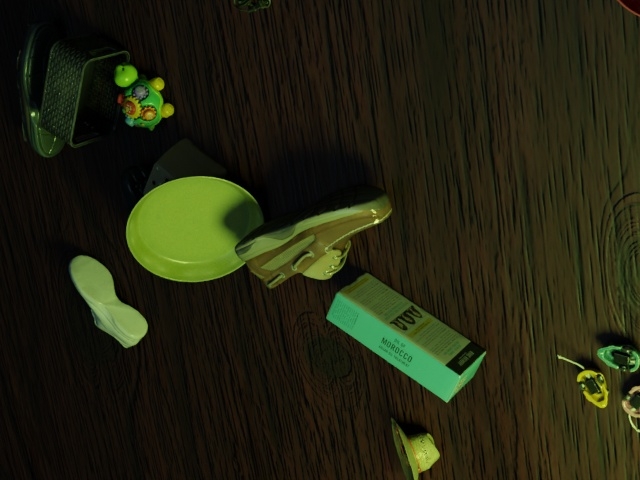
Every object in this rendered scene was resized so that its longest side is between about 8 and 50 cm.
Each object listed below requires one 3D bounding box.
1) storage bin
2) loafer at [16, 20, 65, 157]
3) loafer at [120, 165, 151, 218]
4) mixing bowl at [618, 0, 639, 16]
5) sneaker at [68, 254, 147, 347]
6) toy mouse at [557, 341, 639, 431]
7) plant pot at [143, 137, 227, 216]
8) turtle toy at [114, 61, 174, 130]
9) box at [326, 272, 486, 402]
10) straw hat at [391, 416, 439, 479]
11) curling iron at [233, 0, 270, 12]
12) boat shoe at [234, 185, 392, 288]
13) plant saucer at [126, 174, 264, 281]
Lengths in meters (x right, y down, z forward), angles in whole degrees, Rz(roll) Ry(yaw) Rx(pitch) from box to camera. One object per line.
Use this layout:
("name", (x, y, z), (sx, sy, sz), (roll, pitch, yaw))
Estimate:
("storage bin", (-0.431, -0.274, 1.908), (0.084, 0.122, 0.180), (30, 122, 21))
("loafer", (-0.547, -0.292, 2.002), (0.084, 0.096, 0.267), (23, 121, 32))
("loafer", (-0.316, -0.035, 1.963), (0.078, 0.076, 0.223), (12, 124, 64))
("mixing bowl", (0.447, -0.367, 1.297), (0.181, 0.098, 0.181), (12, 114, 29))
("sneaker", (-0.442, 0.130, 2.108), (0.212, 0.080, 0.094), (51, 139, 5))
("toy mouse", (0.456, 0.203, 1.554), (0.143, 0.031, 0.161), (-37, 86, 38))
("plant pot", (-0.251, -0.102, 1.870), (0.109, 0.096, 0.109), (39, 124, 16))
("turtle toy", (-0.328, -0.258, 1.881), (0.095, 0.066, 0.130), (-15, 99, 37))
("box", (0.139, 0.154, 1.706), (0.244, 0.100, 0.060), (34, 125, 19))
("straw hat", (0.170, 0.361, 1.786), (0.061, 0.144, 0.144), (-17, 101, -6))
("curling iron", (-0.067, -0.472, 1.642), (0.068, 0.035, 0.274), (39, 126, 10))
("boat shoe", (0.000, 0.000, 1.738), (0.324, 0.123, 0.116), (-20, 103, 44))
("plant saucer", (-0.220, -0.027, 1.838), (0.241, 0.241, 0.037), (-62, 28, 33))
